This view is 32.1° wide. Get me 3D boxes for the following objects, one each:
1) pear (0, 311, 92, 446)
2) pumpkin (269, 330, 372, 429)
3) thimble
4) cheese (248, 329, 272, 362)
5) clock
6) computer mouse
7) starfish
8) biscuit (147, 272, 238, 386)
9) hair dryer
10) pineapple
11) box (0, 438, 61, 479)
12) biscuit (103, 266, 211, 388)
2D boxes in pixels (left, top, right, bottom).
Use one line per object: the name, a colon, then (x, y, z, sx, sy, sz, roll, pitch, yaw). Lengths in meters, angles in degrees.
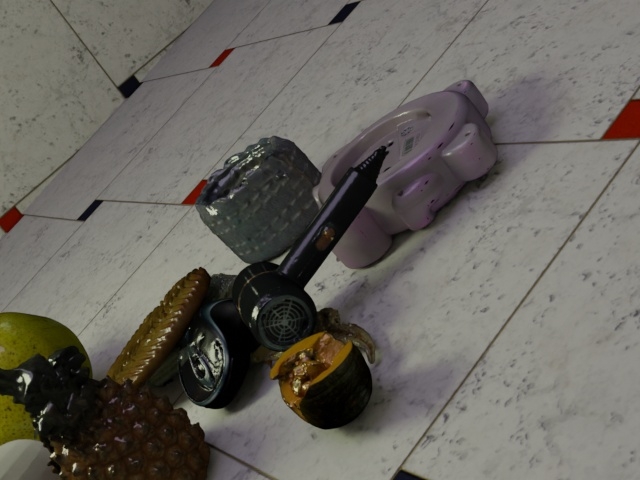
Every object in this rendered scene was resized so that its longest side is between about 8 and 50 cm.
pear: (-0.580, 0.272, 2.144, 0.294, 0.294, 0.294, -35, 24, 18)
pumpkin: (0.012, 0.198, 1.521, 0.119, 0.107, 0.183, -43, 17, -9)
thimble: (-0.110, -0.080, 2.120, 0.236, 0.172, 0.205, -26, 31, 31)
cheese: (-0.099, 0.146, 1.879, 0.086, 0.036, 0.162, -47, 22, 5)
clock: (0.142, -0.122, 1.866, 0.322, 0.113, 0.295, -32, 25, 20)
computer mouse: (-0.178, 0.176, 1.834, 0.233, 0.096, 0.137, -104, 36, -64)
starfish: (-0.005, 0.166, 1.680, 0.138, 0.050, 0.247, -47, 20, -6)
biscuit: (-0.238, 0.163, 2.052, 0.250, 0.046, 0.147, -53, 20, -15)
hair dryer: (0.000, 0.000, 1.703, 0.352, 0.107, 0.189, -55, 18, 3)
pineapple: (-0.344, 0.270, 1.649, 0.223, 0.357, 0.223, -34, 27, 21)
box: (-0.466, 0.438, 1.762, 0.291, 0.262, 0.206, 4, 24, 8)
biscuit: (-0.303, 0.177, 2.000, 0.318, 0.040, 0.318, -48, 13, 15)
